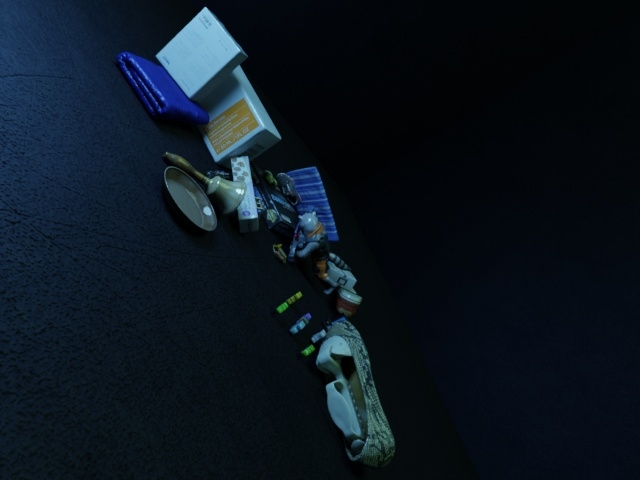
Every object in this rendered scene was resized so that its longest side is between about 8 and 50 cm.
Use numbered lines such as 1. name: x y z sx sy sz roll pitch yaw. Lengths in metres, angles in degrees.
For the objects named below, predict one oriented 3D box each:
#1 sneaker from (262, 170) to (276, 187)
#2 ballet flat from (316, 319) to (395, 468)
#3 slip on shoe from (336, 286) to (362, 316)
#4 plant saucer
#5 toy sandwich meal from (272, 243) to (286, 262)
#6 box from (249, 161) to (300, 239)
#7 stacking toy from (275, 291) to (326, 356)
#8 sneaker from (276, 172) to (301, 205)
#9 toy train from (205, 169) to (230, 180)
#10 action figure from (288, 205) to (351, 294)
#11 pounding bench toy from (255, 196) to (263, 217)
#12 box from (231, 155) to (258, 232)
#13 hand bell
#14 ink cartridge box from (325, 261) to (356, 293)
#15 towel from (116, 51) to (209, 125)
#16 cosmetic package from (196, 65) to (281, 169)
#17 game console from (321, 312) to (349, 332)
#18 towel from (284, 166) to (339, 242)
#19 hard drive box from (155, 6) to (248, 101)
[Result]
1. sneaker: -0.200 -0.245 1.888 0.083 0.031 0.035 48 17 -34
2. ballet flat: 0.078 0.428 1.415 0.182 0.164 0.482 25 34 -41
3. slip on shoe: 0.115 0.272 2.068 0.123 0.101 0.331 24 -1 3
4. plant saucer: -0.351 -0.102 1.244 0.198 0.036 0.198 55 13 -19
5. toy sandwich meal: -0.144 0.045 1.724 0.085 0.029 0.085 54 13 -18
6. box: -0.183 -0.153 1.969 0.293 0.073 0.295 62 13 21
7. stacking toy: -0.066 0.260 1.473 0.167 0.052 0.221 57 14 2
8. sneaker: -0.135 -0.215 2.005 0.158 0.061 0.065 55 19 -9
9. toy train: -0.344 -0.217 1.584 0.036 0.027 0.158 48 12 5
10. action figure: 0.000 0.000 1.912 0.330 0.179 0.341 65 28 -42
11. pounding bench toy: -0.249 -0.114 1.640 0.083 0.052 0.065 8 44 -32
12. box: -0.258 -0.163 1.599 0.067 0.063 0.324 92 -13 -46
13. hand bell: -0.345 -0.180 1.364 0.242 0.126 0.126 34 24 -36
14. ink cartridge box: 0.089 0.161 2.106 0.180 0.060 0.104 27 12 -23
15. towel: -0.495 -0.465 1.501 0.227 0.076 0.308 51 12 1
16. cosmetic package: -0.364 -0.515 1.755 0.453 0.230 0.161 60 13 12
17. game console: 0.072 0.338 1.767 0.122 0.071 0.107 61 12 15
18. towel: -0.044 -0.146 2.059 0.243 0.040 0.336 1 -66 53
19. hard drive box: -0.389 -0.605 1.553 0.181 0.232 0.089 52 12 -3
